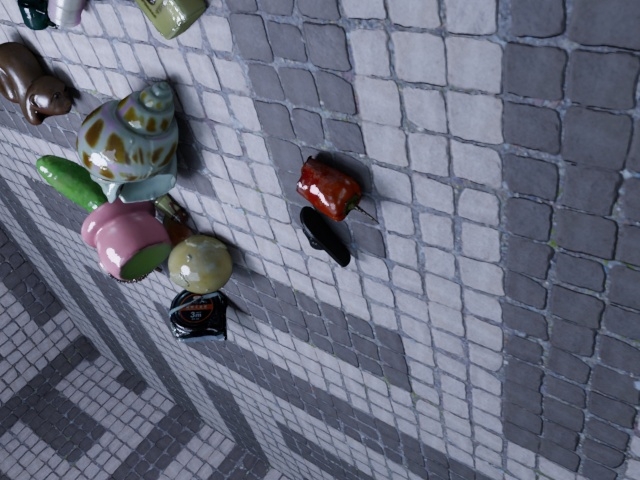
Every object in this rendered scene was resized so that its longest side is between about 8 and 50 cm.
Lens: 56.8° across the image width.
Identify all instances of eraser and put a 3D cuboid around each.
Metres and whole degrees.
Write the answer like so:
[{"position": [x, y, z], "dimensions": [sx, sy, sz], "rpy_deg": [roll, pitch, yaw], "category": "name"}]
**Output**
[{"position": [-0.290, -0.452, 1.043], "dimensions": [0.117, 0.058, 0.172], "rpy_deg": [-11, 120, 54], "category": "eraser"}]

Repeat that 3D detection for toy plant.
[{"position": [-0.581, -0.074, 1.636], "dimensions": [0.356, 0.210, 0.317], "rpy_deg": [59, -170, 15], "category": "toy plant"}]

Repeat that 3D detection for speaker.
[{"position": [-0.646, -0.519, 1.361], "dimensions": [0.094, 0.060, 0.075], "rpy_deg": [34, 149, 14], "category": "speaker"}]

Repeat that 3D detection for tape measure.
[{"position": [-0.384, 0.234, 1.876], "dimensions": [0.181, 0.181, 0.107], "rpy_deg": [-2, 143, 2], "category": "tape measure"}]

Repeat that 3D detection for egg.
[{"position": [-0.331, 0.065, 1.630], "dimensions": [0.201, 0.164, 0.164], "rpy_deg": [8, 135, 38], "category": "egg"}]

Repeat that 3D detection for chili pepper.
[{"position": [0.033, -0.083, 1.108], "dimensions": [0.192, 0.084, 0.086], "rpy_deg": [34, -179, 18], "category": "chili pepper"}]

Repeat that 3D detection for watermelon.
[{"position": [-0.411, 0.003, 1.728], "dimensions": [0.163, 0.069, 0.087], "rpy_deg": [42, 150, -2], "category": "watermelon"}]

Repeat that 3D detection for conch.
[{"position": [-0.424, -0.216, 1.360], "dimensions": [0.249, 0.197, 0.367], "rpy_deg": [18, 160, -36], "category": "conch"}]

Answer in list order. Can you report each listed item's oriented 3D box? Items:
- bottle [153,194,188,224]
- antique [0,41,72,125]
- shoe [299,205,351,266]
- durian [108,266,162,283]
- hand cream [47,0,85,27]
[{"position": [-0.412, -0.085, 1.650], "dimensions": [0.101, 0.047, 0.063], "rpy_deg": [41, -169, -5], "category": "bottle"}, {"position": [-0.767, -0.420, 1.571], "dimensions": [0.257, 0.121, 0.143], "rpy_deg": [44, 141, 11], "category": "antique"}, {"position": [0.000, 0.000, 1.264], "dimensions": [0.159, 0.062, 0.053], "rpy_deg": [46, 137, -15], "category": "shoe"}, {"position": [-0.610, 0.062, 1.945], "dimensions": [0.195, 0.167, 0.196], "rpy_deg": [17, 151, 10], "category": "durian"}, {"position": [-0.487, -0.557, 1.152], "dimensions": [0.111, 0.070, 0.312], "rpy_deg": [45, 141, 0], "category": "hand cream"}]
